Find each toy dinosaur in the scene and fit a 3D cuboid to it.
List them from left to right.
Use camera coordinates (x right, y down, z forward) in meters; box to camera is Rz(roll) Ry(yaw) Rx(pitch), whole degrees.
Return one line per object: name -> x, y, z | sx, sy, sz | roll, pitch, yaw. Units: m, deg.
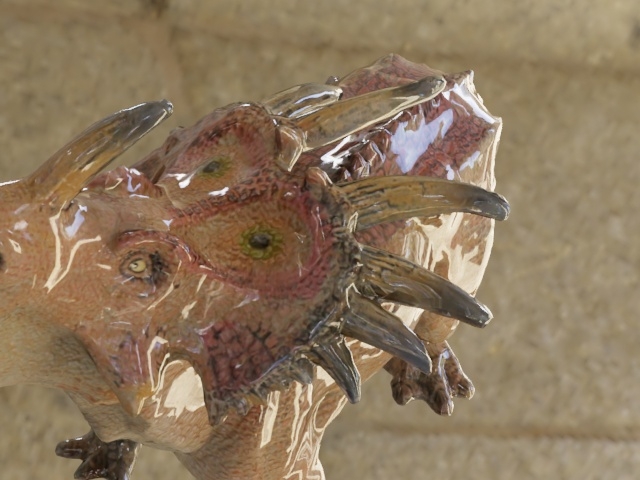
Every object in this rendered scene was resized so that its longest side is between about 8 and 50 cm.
toy dinosaur -> 0.000, 0.000, 0.577 | 0.127, 0.200, 0.295 | 23, 39, 10
